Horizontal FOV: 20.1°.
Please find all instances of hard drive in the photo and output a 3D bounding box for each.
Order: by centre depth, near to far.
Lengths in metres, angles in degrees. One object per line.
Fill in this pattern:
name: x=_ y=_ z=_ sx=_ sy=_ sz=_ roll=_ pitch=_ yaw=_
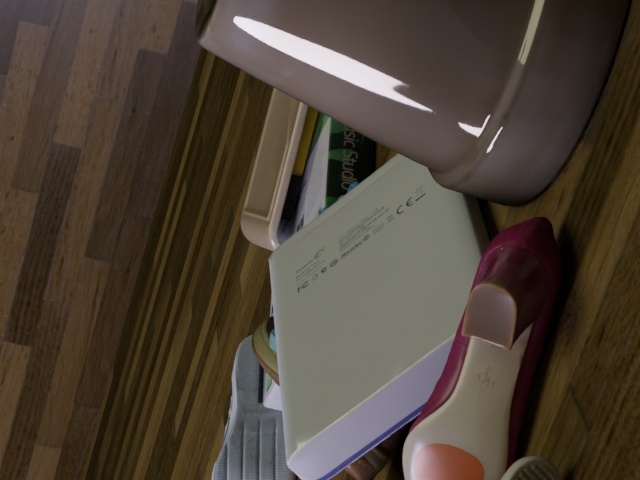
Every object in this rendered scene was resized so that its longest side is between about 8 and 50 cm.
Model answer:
hard drive: x=0.051 y=0.044 z=1.517 sx=0.210 sy=0.040 sz=0.318 roll=-38 pitch=26 yaw=16

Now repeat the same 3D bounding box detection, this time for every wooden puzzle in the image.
wooden puzzle: x=-0.043 y=-0.108 z=2.116 sx=0.221 sy=0.044 sz=0.238 roll=-162 pitch=82 yaw=-79

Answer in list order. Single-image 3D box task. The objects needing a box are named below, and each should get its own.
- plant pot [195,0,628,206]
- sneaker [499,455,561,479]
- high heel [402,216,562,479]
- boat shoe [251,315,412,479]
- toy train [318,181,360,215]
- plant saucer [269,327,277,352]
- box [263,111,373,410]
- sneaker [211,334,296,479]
plant pot: x=0.059 y=-0.211 z=1.416 sx=0.323 sy=0.280 sz=0.323 roll=-167 pitch=90 yaw=-80
sneaker: x=0.123 y=0.199 z=1.231 sx=0.070 sy=0.051 sz=0.134 roll=-126 pitch=45 yaw=-68
high heel: x=0.124 y=0.100 z=1.335 sx=0.117 sy=0.082 sz=0.244 roll=-47 pitch=-32 yaw=-53
boat shoe: x=0.027 y=0.115 z=1.681 sx=0.123 sy=0.123 sz=0.342 roll=-45 pitch=13 yaw=1
toy train: x=0.045 y=0.009 z=1.755 sx=0.184 sy=0.080 sz=0.105 roll=141 pitch=131 yaw=-68
plant saucer: x=0.016 y=0.098 z=1.569 sx=0.067 sy=0.018 sz=0.192 roll=-37 pitch=28 yaw=-12
box: x=0.000 y=0.000 z=2.021 sx=0.232 sy=0.059 sz=0.322 roll=116 pitch=161 yaw=-50
sneaker: x=-0.066 y=0.236 z=2.051 sx=0.091 sy=0.094 sz=0.258 roll=80 pitch=-164 yaw=-59
